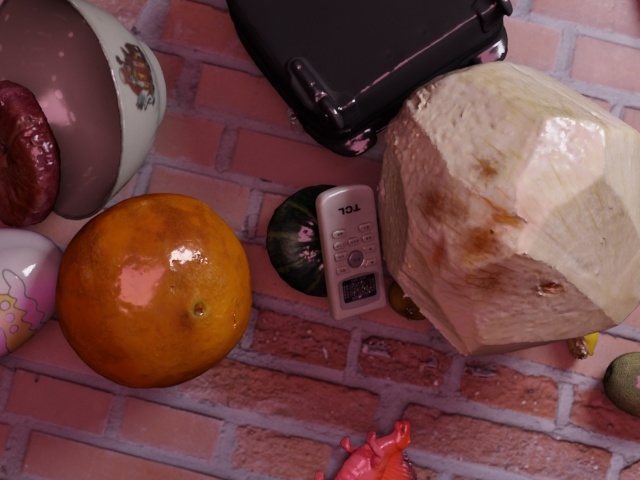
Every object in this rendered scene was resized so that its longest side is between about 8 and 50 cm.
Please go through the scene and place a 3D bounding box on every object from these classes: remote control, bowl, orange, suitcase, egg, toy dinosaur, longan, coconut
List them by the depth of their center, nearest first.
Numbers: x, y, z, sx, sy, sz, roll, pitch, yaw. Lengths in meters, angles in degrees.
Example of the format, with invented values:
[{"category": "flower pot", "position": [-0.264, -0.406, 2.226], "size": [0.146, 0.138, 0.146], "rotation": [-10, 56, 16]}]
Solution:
[{"category": "coconut", "position": [0.270, -0.035, 1.671], "size": [0.344, 0.415, 0.415], "rotation": [-34, 89, -17]}, {"category": "orange", "position": [-0.230, 0.074, 1.747], "size": [0.284, 0.226, 0.284], "rotation": [-8, 106, -31]}, {"category": "remote control", "position": [0.044, 0.014, 1.753], "size": [0.087, 0.029, 0.190], "rotation": [-14, 107, -23]}, {"category": "suitcase", "position": [0.063, -0.335, 1.779], "size": [0.345, 0.188, 0.339], "rotation": [-34, 72, -2]}, {"category": "bowl", "position": [-0.327, -0.209, 1.780], "size": [0.157, 0.337, 0.337], "rotation": [-19, 88, -42]}, {"category": "egg", "position": [-0.494, 0.085, 1.780], "size": [0.271, 0.196, 0.196], "rotation": [-13, 89, 0]}, {"category": "longan", "position": [0.136, 0.088, 1.839], "size": [0.075, 0.083, 0.075], "rotation": [10, 131, 11]}, {"category": "toy dinosaur", "position": [0.055, 0.391, 1.852], "size": [0.139, 0.070, 0.286], "rotation": [39, 90, -21]}]

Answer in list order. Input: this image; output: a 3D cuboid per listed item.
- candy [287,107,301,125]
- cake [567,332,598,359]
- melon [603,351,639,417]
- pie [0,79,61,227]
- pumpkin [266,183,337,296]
[{"category": "candy", "position": [0.034, -0.208, 1.865], "size": [0.175, 0.043, 0.045], "rotation": [-11, 86, 3]}, {"category": "cake", "position": [0.369, 0.076, 1.843], "size": [0.116, 0.080, 0.185], "rotation": [17, 93, -2]}, {"category": "melon", "position": [0.483, 0.215, 1.829], "size": [0.130, 0.098, 0.098], "rotation": [14, 89, -6]}, {"category": "pie", "position": [-0.447, -0.122, 1.784], "size": [0.054, 0.219, 0.204], "rotation": [-19, 63, -41]}, {"category": "pumpkin", "position": [0.001, -0.001, 1.817], "size": [0.167, 0.125, 0.167], "rotation": [-5, 108, -18]}]
